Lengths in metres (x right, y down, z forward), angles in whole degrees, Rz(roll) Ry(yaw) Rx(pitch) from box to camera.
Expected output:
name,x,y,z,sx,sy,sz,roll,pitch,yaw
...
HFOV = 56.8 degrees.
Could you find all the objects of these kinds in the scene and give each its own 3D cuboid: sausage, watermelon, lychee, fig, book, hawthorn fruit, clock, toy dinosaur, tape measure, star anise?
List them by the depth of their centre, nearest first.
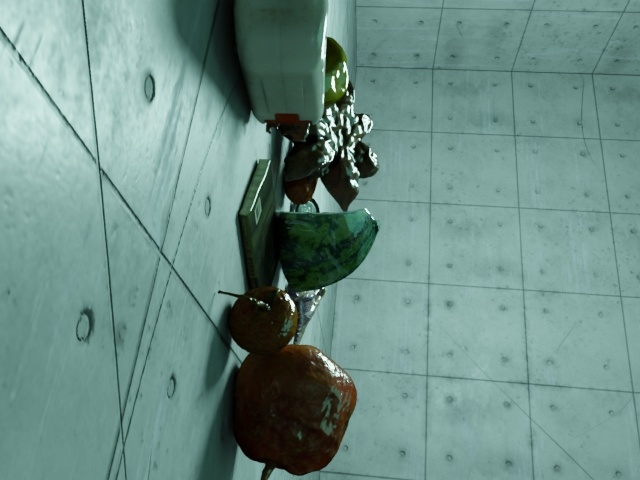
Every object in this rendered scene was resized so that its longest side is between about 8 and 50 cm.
name,x,y,z,sx,sy,sz,roll,pitch,yaw
tape measure,-0.053,-0.302,0.833,0.258,0.130,0.265,83,6,-82
lychee,-0.086,0.117,0.866,0.140,0.114,0.101,131,-59,-69
hawthorn fruit,-0.052,0.291,0.929,0.207,0.207,0.243,86,22,-54
book,-0.102,-0.003,1.022,0.160,0.024,0.228,-79,171,-49
fig,-0.028,-0.281,1.028,0.154,0.144,0.166,60,39,-41
watermelon,0.000,0.000,1.190,0.224,0.180,0.305,-46,171,8
star anise,0.014,-0.203,1.240,0.315,0.108,0.316,9,78,-51
sausage,-0.037,-0.166,1.336,0.076,0.076,0.198,87,8,-50
clock,-0.037,-0.066,1.432,0.085,0.017,0.085,2,87,-42
toy dinosaur,-0.057,0.197,1.506,0.200,0.072,0.252,-42,148,-68
